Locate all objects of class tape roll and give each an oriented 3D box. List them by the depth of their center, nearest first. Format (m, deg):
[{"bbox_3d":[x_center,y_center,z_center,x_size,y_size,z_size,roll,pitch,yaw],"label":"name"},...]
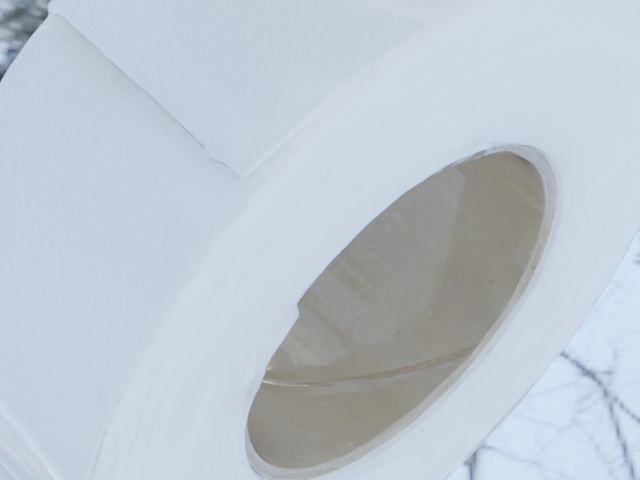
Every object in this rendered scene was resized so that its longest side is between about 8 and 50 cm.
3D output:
[{"bbox_3d":[0.000,0.000,0.611,0.100,0.286,0.286,43,-67,28],"label":"tape roll"}]
